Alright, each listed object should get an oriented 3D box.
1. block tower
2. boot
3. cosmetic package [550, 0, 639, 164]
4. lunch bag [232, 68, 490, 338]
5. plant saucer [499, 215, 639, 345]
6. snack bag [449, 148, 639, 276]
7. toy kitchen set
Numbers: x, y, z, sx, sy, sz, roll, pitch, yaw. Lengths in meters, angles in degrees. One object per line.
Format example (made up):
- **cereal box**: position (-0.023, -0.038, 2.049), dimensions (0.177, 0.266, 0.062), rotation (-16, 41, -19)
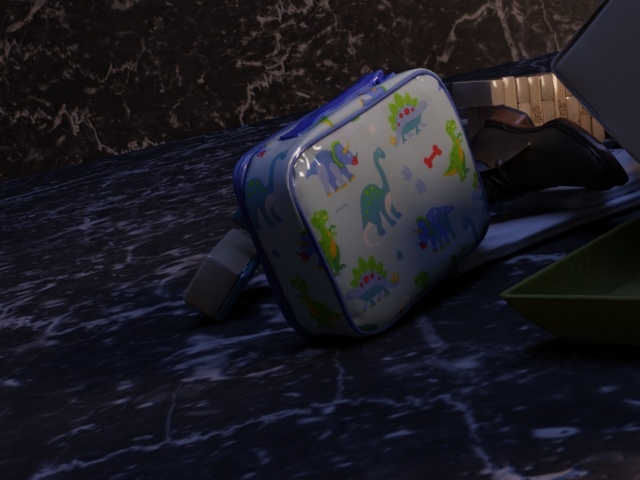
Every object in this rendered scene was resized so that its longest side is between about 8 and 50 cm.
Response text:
- **block tower**: position (0.325, -0.163, 1.388), dimensions (0.336, 0.097, 0.091), rotation (-9, 7, -24)
- **boot**: position (0.194, -0.059, 1.091), dimensions (0.106, 0.082, 0.219), rotation (-41, 23, -7)
- **cosmetic package**: position (0.328, -0.126, 0.882), dimensions (0.309, 0.160, 0.113), rotation (-16, -30, -51)
- **lunch bag**: position (0.039, -0.036, 0.952), dimensions (0.090, 0.176, 0.219), rotation (-5, 25, 46)
- **plant saucer**: position (0.250, 0.026, 0.767), dimensions (0.188, 0.045, 0.188), rotation (-24, 15, -41)
- **snack bag**: position (0.182, -0.041, 1.212), dimensions (0.343, 0.037, 0.323), rotation (-20, 13, -25)
- **toy kitchen set**: position (0.000, 0.000, 1.096), dimensions (0.166, 0.207, 0.122), rotation (32, 15, -1)
